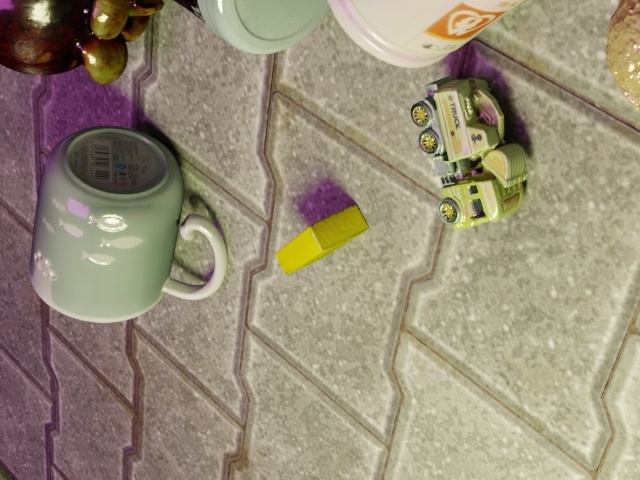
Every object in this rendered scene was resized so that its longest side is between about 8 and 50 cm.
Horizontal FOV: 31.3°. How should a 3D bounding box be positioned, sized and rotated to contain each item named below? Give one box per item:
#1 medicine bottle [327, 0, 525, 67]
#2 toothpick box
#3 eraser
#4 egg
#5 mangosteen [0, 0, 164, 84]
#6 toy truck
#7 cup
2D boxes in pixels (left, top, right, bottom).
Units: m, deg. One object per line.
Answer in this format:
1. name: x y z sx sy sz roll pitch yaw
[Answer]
1. medicine bottle: 0.161 -0.339 1.234 0.316 0.202 0.202 -29 87 54
2. toothpick box: -0.148 -0.433 1.544 0.355 0.263 0.263 35 135 34
3. eraser: 0.000 0.000 1.720 0.045 0.097 0.122 61 145 3
4. egg: 0.348 -0.203 1.161 0.116 0.118 0.140 18 135 23
5. mangosteen: -0.416 -0.408 1.844 0.347 0.307 0.307 20 133 4
6. toy truck: 0.196 -0.114 1.427 0.116 0.085 0.191 -7 104 47
7. cup: -0.329 -0.022 2.012 0.357 0.259 0.274 20 132 4
